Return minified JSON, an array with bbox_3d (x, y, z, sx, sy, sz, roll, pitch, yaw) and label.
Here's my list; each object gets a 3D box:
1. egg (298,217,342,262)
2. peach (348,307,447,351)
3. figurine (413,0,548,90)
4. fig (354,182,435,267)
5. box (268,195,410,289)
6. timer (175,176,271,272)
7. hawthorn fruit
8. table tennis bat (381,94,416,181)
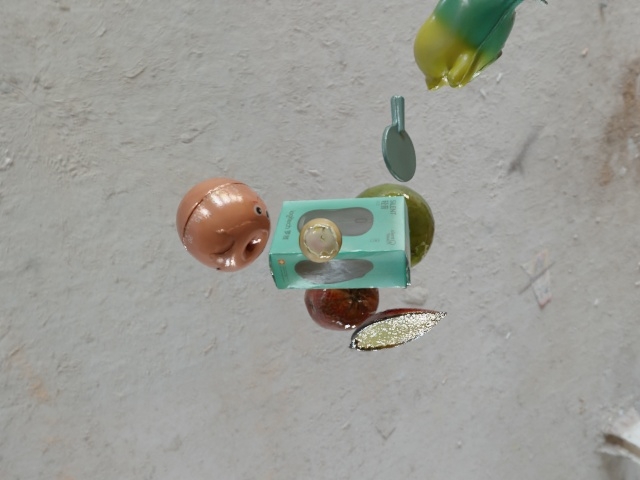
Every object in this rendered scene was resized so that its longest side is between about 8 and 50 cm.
[{"bbox_3d":[0.000,0.000,0.914,0.080,0.096,0.080,0,91,3],"label":"egg"},{"bbox_3d":[0.194,0.214,1.327,0.279,0.068,0.189,-25,147,19],"label":"peach"},{"bbox_3d":[0.385,-0.560,1.325,0.231,0.324,0.340,22,133,-30],"label":"figurine"},{"bbox_3d":[0.213,-0.051,1.645,0.316,0.316,0.316,-8,107,-27],"label":"fig"},{"bbox_3d":[0.050,0.003,1.178,0.311,0.205,0.118,-1,133,10],"label":"box"},{"bbox_3d":[-0.241,-0.040,1.279,0.229,0.215,0.230,-39,157,-20],"label":"timer"},{"bbox_3d":[0.073,0.217,1.911,0.275,0.299,0.275,19,53,-28],"label":"hawthorn fruit"},{"bbox_3d":[0.213,-0.276,1.367,0.152,0.040,0.244,11,73,-47],"label":"table tennis bat"}]
